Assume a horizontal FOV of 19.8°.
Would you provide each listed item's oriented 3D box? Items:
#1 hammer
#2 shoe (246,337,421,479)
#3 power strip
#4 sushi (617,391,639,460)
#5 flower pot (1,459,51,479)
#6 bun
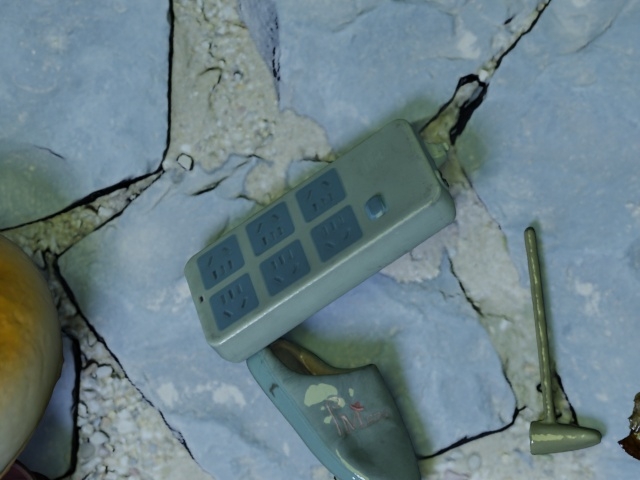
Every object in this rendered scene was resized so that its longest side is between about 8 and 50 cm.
[{"bbox_3d":[0.198,0.082,1.555,0.060,0.028,0.195,-7,79,12],"label":"hammer"},{"bbox_3d":[0.020,0.138,1.573,0.195,0.079,0.078,42,115,25],"label":"shoe"},{"bbox_3d":[0.000,0.000,1.593,0.270,0.046,0.118,-33,40,11],"label":"power strip"},{"bbox_3d":[0.291,0.127,1.506,0.055,0.052,0.120,40,98,4],"label":"sushi"},{"bbox_3d":[-0.278,0.246,1.652,0.111,0.089,0.111,-3,81,19],"label":"flower pot"},{"bbox_3d":[-0.383,0.100,1.622,0.299,0.165,0.299,-17,51,23],"label":"bun"}]
